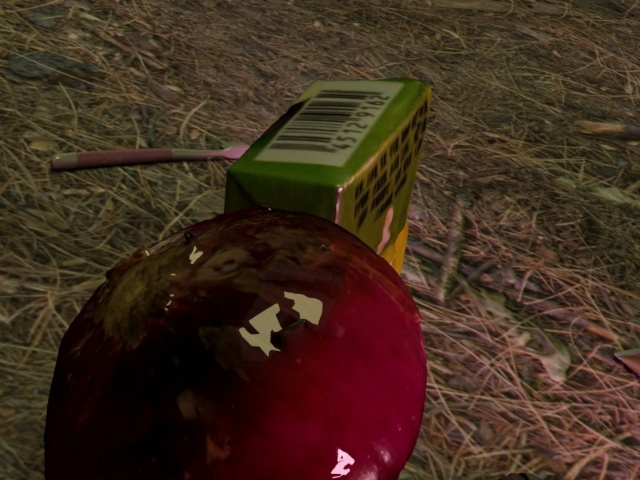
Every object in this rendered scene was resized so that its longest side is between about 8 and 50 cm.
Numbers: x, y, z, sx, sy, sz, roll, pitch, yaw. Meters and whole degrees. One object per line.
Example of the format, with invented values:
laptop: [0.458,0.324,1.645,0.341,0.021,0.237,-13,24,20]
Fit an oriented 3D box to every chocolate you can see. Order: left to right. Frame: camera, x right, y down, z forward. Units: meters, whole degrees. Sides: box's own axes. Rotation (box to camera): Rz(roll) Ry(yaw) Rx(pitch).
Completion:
chocolate: [0.000,0.000,1.450,0.137,0.288,0.301,15,30,15]

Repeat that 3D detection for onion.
onion: [-0.038,0.169,1.189,0.385,0.348,0.347,49,21,-27]

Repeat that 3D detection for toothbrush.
toothbrush: [-0.208,-0.108,1.748,0.287,0.020,0.025,-6,31,-36]

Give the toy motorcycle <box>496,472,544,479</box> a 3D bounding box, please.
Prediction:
toy motorcycle: [0.193,0.276,1.293,0.118,0.084,0.213,37,22,33]

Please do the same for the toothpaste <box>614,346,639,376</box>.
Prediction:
toothpaste: [0.432,0.180,1.621,0.067,0.042,0.194,-10,36,-34]
